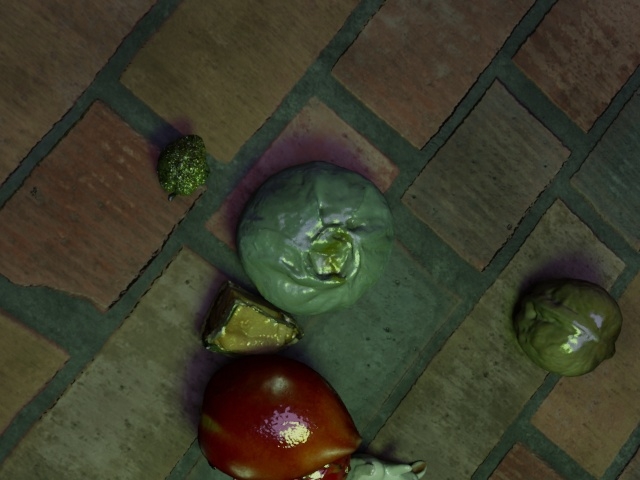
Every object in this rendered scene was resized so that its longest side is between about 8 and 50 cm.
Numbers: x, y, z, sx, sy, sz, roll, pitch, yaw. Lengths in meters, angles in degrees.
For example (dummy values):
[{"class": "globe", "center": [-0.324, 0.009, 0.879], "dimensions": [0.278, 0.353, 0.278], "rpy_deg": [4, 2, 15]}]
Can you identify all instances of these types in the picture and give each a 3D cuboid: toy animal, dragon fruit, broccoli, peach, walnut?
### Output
[{"class": "toy animal", "center": [0.181, 0.593, 1.557], "dimensions": [0.283, 0.138, 0.140], "rpy_deg": [19, 86, -17]}, {"class": "dragon fruit", "center": [-0.031, 0.509, 1.474], "dimensions": [0.210, 0.172, 0.172], "rpy_deg": [4, 94, -1]}, {"class": "broccoli", "center": [-0.288, -0.157, 1.376], "dimensions": [0.120, 0.130, 0.131], "rpy_deg": [6, 60, -55]}, {"class": "peach", "center": [-0.097, 0.369, 1.355], "dimensions": [0.362, 0.201, 0.257], "rpy_deg": [7, 55, 15]}, {"class": "walnut", "center": [0.610, 0.212, 1.589], "dimensions": [0.248, 0.248, 0.248], "rpy_deg": [-1, 96, -15]}]

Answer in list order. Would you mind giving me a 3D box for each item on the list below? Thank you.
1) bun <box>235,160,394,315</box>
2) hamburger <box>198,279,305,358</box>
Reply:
[{"class": "bun", "center": [0.000, 0.000, 1.413], "dimensions": [0.362, 0.211, 0.361], "rpy_deg": [-2, 97, -16]}, {"class": "hamburger", "center": [-0.154, 0.193, 1.450], "dimensions": [0.208, 0.135, 0.155], "rpy_deg": [21, 106, -30]}]
